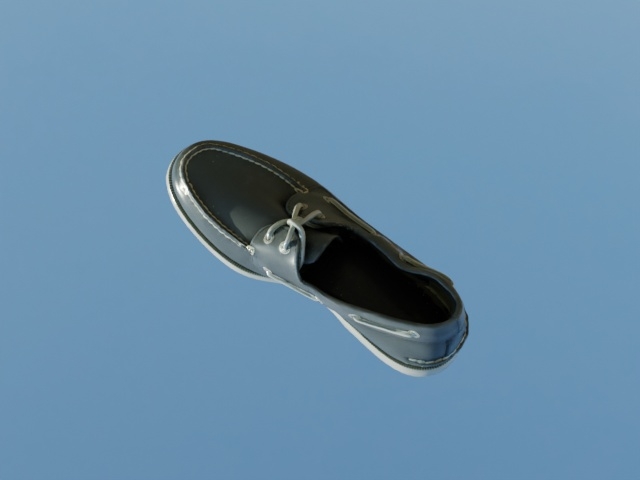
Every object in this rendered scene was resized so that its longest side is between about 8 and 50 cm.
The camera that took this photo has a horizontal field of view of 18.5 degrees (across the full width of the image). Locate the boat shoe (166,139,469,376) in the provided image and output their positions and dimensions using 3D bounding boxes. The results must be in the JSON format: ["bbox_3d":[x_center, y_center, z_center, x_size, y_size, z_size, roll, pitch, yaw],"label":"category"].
[{"bbox_3d":[0.000,0.000,1.780,0.319,0.099,0.116,36,-110,8],"label":"boat shoe"}]
